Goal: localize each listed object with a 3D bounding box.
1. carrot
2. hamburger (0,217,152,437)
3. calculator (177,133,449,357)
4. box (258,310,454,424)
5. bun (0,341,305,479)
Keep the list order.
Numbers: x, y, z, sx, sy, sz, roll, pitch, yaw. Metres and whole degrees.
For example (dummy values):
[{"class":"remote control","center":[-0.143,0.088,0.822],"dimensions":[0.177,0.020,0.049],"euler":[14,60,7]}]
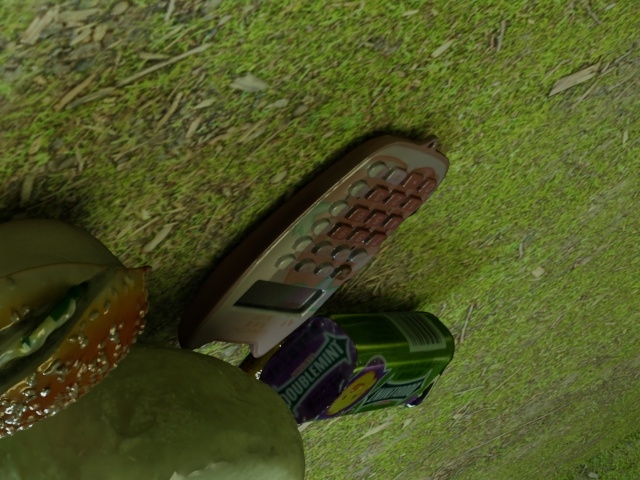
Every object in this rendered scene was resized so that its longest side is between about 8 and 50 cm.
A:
[{"class":"carrot","center":[-0.072,0.154,1.827],"dimensions":[0.042,0.042,0.171],"euler":[-9,146,-47]},{"class":"hamburger","center":[-0.248,0.079,1.256],"dimensions":[0.237,0.147,0.237],"euler":[-29,162,-10]},{"class":"calculator","center":[0.000,0.000,1.591],"dimensions":[0.329,0.048,0.220],"euler":[-43,156,16]},{"class":"box","center":[0.055,0.153,1.871],"dimensions":[0.134,0.097,0.345],"euler":[-49,161,14]},{"class":"bun","center":[-0.197,0.223,1.522],"dimensions":[0.349,0.227,0.352],"euler":[-30,154,6]}]
